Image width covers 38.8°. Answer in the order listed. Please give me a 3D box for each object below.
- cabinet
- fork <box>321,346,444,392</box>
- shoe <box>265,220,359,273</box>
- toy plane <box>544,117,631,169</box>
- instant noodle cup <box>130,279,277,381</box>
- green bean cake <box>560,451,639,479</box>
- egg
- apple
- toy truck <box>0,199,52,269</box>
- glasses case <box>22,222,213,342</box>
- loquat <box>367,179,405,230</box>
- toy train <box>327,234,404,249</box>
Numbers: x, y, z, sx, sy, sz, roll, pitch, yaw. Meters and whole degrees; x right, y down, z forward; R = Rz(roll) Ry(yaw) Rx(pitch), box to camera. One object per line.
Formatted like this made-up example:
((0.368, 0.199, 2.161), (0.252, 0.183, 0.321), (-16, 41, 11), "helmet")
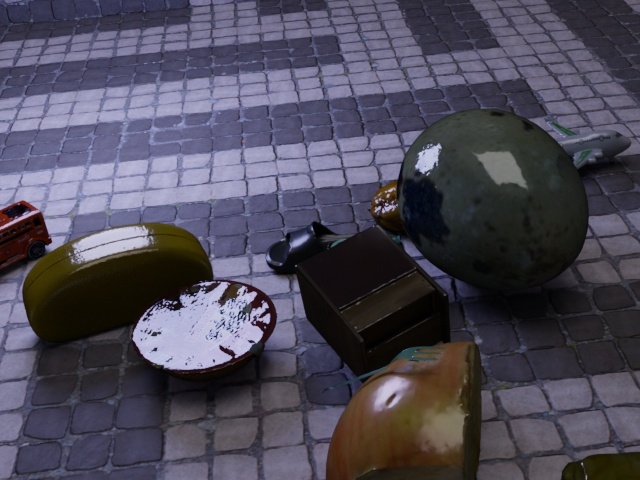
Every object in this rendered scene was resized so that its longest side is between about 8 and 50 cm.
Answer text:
((0.092, 0.117, 1.570), (0.175, 0.148, 0.215), (-28, 46, -17), "cabinet")
((0.083, 0.195, 1.376), (0.235, 0.021, 0.039), (-24, 11, 35), "fork")
((0.000, 0.000, 1.949), (0.241, 0.093, 0.108), (-5, 35, -3), "shoe")
((0.620, -0.220, 2.194), (0.256, 0.101, 0.251), (-1, 34, -1), "toy plane")
((-0.211, 0.188, 1.695), (0.274, 0.090, 0.274), (-4, 33, 2), "instant noodle cup")
((0.463, 0.404, 1.262), (0.236, 0.124, 0.233), (-3, 34, 1), "green bean cake")
((0.341, -0.075, 1.799), (0.345, 0.344, 0.428), (-20, 43, -21), "egg")
((0.155, 0.301, 1.410), (0.252, 0.314, 0.309), (34, 36, -17), "apple")
((-0.731, 0.011, 2.000), (0.108, 0.114, 0.253), (27, 44, 36), "toy truck")
((-0.410, 0.068, 1.822), (0.372, 0.173, 0.141), (-16, 39, -16), "glasses case")
((0.174, -0.079, 2.030), (0.137, 0.113, 0.137), (-21, 35, 16), "loquat")
((0.084, 0.084, 1.792), (0.155, 0.115, 0.269), (0, 33, 11), "toy train")
